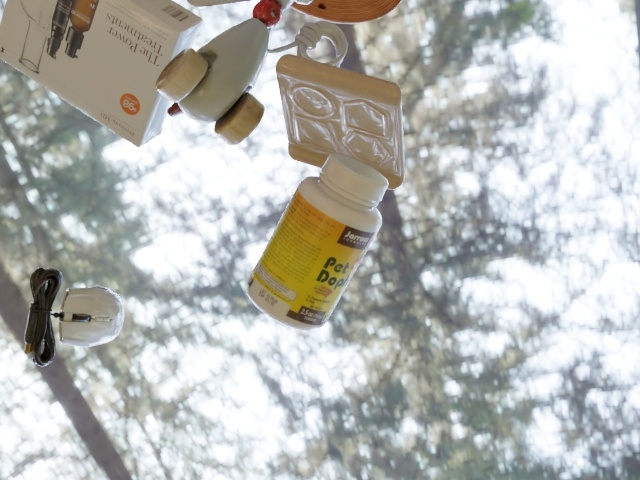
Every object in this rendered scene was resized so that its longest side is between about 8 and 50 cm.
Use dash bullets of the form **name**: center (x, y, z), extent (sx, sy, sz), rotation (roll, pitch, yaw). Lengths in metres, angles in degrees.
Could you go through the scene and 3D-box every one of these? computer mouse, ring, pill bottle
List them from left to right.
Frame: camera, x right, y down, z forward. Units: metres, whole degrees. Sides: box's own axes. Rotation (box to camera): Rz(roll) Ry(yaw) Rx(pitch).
- **computer mouse**: center (-0.265, 0.084, 1.398), extent (0.042, 0.193, 0.106), rotation (6, -89, 20)
- **pill bottle**: center (0.000, 0.000, 1.581), extent (0.117, 0.117, 0.215), rotation (45, -67, 43)
- **ring**: center (0.003, -0.522, 2.274), extent (0.336, 0.032, 0.336), rotation (11, -124, -17)

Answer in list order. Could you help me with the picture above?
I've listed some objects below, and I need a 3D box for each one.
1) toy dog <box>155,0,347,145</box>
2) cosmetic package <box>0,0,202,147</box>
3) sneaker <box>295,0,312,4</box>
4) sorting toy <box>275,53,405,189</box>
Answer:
- **toy dog**: center (-0.137, -0.287, 1.912), extent (0.333, 0.220, 0.161), rotation (-41, -160, -34)
- **cosmetic package**: center (-0.447, -0.402, 2.459), extent (0.377, 0.284, 0.097), rotation (32, -143, 10)
- **sneaker**: center (0.038, -0.475, 1.769), extent (0.323, 0.236, 0.130), rotation (-34, -175, -12)
- **sorting toy**: center (0.034, -0.176, 1.819), extent (0.193, 0.208, 0.038), rotation (18, -125, 17)
